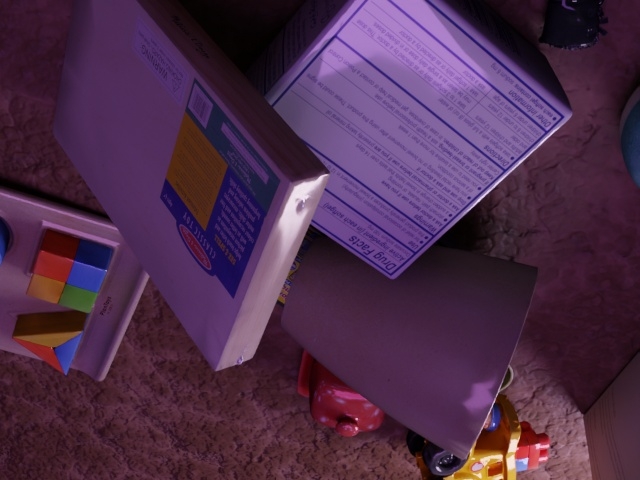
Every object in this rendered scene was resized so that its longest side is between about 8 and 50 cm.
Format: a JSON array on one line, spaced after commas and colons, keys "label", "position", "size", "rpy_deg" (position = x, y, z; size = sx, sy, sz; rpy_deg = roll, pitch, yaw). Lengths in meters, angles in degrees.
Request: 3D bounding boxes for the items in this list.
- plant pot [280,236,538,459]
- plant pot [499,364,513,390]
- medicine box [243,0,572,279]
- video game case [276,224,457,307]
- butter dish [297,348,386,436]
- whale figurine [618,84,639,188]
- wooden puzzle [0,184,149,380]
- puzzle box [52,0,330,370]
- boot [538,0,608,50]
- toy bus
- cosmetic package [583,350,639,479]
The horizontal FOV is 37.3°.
[{"label": "plant pot", "position": [0.098, 0.104, 1.201], "size": [0.274, 0.256, 0.257], "rpy_deg": [21, 131, 8]}, {"label": "plant pot", "position": [0.232, 0.165, 1.367], "size": [0.083, 0.079, 0.083], "rpy_deg": [2, 130, 3]}, {"label": "medicine box", "position": [0.072, -0.148, 1.046], "size": [0.263, 0.149, 0.289], "rpy_deg": [34, 118, -22]}, {"label": "video game case", "position": [0.000, 0.000, 1.279], "size": [0.274, 0.035, 0.248], "rpy_deg": [35, 125, -23]}, {"label": "butter dish", "position": [0.044, 0.236, 1.414], "size": [0.159, 0.118, 0.160], "rpy_deg": [8, 138, -3]}, {"label": "whale figurine", "position": [0.477, -0.122, 1.054], "size": [0.271, 0.141, 0.216], "rpy_deg": [-15, 127, 17]}, {"label": "wooden puzzle", "position": [-0.441, 0.067, 1.351], "size": [0.347, 0.081, 0.322], "rpy_deg": [21, 130, -12]}, {"label": "puzzle box", "position": [-0.162, -0.096, 1.013], "size": [0.052, 0.409, 0.272], "rpy_deg": [-15, 144, -38]}, {"label": "boot", "position": [0.252, -0.257, 1.028], "size": [0.121, 0.045, 0.099], "rpy_deg": [-1, 134, 6]}, {"label": "toy bus", "position": [0.245, 0.306, 1.456], "size": [0.211, 0.149, 0.220], "rpy_deg": [-11, 127, -2]}, {"label": "cosmetic package", "position": [0.532, 0.233, 1.309], "size": [0.156, 0.217, 0.385], "rpy_deg": [19, 132, -10]}]
